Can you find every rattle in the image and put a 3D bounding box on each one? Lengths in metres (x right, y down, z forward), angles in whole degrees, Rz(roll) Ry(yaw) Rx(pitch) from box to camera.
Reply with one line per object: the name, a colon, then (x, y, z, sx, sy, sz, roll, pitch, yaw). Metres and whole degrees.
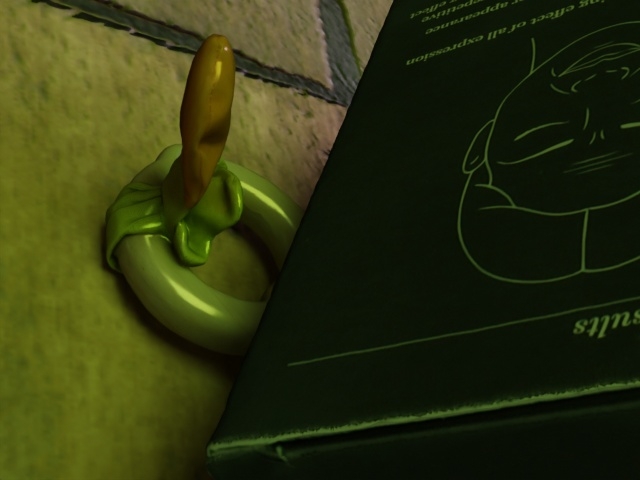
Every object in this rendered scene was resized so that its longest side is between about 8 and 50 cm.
rattle: (0.000, 0.000, 0.564, 0.200, 0.142, 0.130, 36, 22, -1)

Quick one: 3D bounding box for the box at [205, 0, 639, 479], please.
box: (0.170, 0.004, 0.532, 0.212, 0.294, 0.395, 59, 33, -29)
